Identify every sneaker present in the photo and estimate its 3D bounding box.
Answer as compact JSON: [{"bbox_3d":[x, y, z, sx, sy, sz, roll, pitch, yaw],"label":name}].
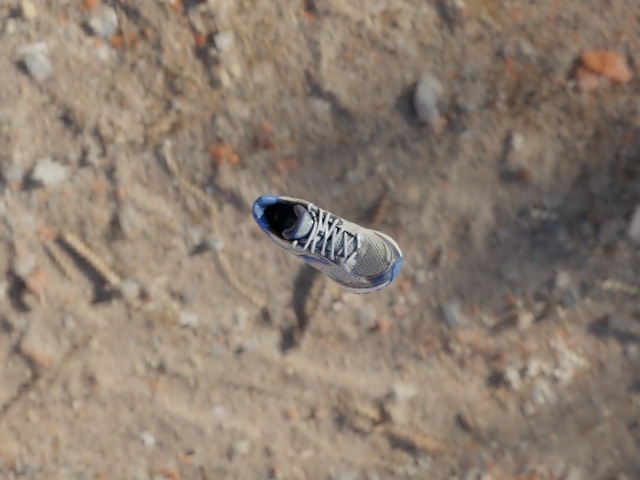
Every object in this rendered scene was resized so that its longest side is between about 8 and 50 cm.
[{"bbox_3d":[0.000,0.000,1.387,0.058,0.135,0.052,34,79,-56],"label":"sneaker"}]
